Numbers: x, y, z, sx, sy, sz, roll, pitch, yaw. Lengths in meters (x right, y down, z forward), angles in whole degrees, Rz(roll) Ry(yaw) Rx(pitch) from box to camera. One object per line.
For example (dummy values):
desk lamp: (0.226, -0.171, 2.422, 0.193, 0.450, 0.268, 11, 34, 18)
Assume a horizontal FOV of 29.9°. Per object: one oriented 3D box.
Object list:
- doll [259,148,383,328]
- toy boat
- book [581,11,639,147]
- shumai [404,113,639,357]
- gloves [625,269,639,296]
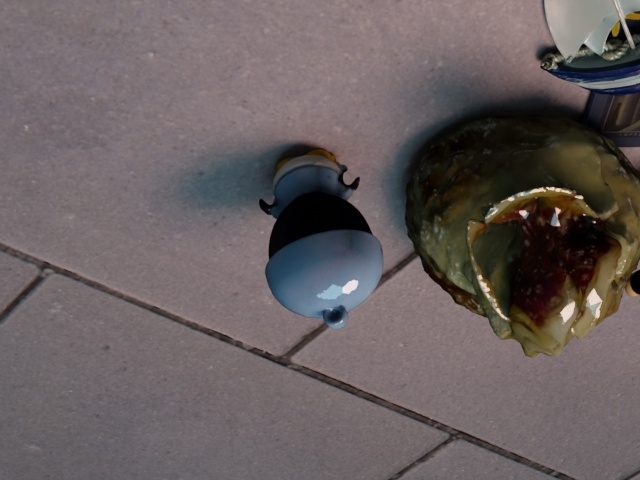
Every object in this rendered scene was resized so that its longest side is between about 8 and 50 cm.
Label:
doll: (0.000, 0.000, 1.794, 0.177, 0.314, 0.141, -16, 141, 7)
toy boat: (0.385, -0.323, 1.686, 0.220, 0.067, 0.291, -9, 135, 32)
book: (0.516, -0.246, 1.845, 0.190, 0.025, 0.269, -2, 138, -9)
shumai: (0.326, 0.022, 1.805, 0.395, 0.348, 0.395, 1, 121, 2)
gloves: (0.533, 0.010, 2.041, 0.301, 0.152, 0.197, -33, 113, 32)
